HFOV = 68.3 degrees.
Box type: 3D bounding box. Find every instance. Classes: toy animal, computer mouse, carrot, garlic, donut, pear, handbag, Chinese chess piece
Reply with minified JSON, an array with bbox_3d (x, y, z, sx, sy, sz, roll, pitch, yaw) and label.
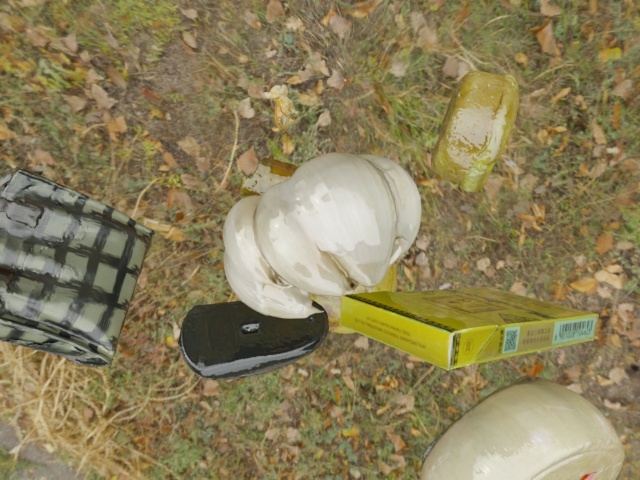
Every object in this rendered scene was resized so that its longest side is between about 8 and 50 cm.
[{"bbox_3d":[-0.086,-0.274,0.961,0.083,0.060,0.081,55,133,11],"label":"toy animal"},{"bbox_3d":[-0.119,0.176,0.861,0.270,0.137,0.086,-6,142,-17],"label":"computer mouse"},{"bbox_3d":[0.003,-0.075,0.923,0.302,0.114,0.114,21,109,-4],"label":"carrot"},{"bbox_3d":[0.005,-0.008,0.620,0.281,0.185,0.203,-23,71,-9],"label":"garlic"},{"bbox_3d":[0.321,-0.240,0.983,0.128,0.261,0.208,20,137,7],"label":"donut"},{"bbox_3d":[0.047,0.087,1.128,0.281,0.281,0.280,1,109,3],"label":"pear"},{"bbox_3d":[-0.526,0.057,0.946,0.162,0.325,0.327,-9,150,32],"label":"handbag"},{"bbox_3d":[0.328,0.389,0.786,0.338,0.140,0.338,-12,122,-19],"label":"Chinese chess piece"}]

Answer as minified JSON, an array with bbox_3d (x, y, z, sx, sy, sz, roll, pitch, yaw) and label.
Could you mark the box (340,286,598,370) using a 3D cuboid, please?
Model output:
[{"bbox_3d":[0.176,0.090,0.541,0.279,0.153,0.041,3,96,-37],"label":"box"}]
